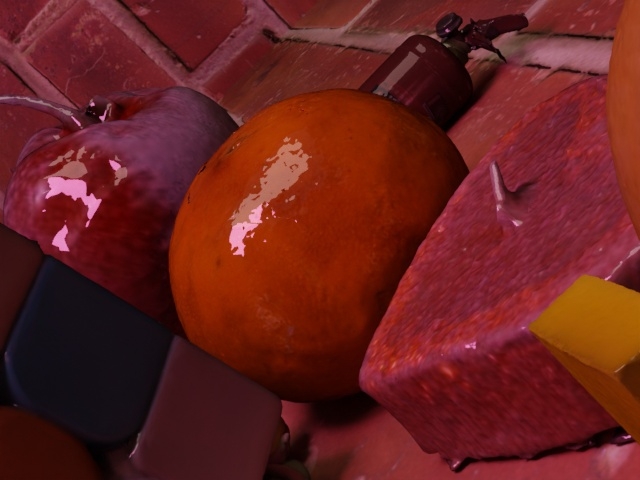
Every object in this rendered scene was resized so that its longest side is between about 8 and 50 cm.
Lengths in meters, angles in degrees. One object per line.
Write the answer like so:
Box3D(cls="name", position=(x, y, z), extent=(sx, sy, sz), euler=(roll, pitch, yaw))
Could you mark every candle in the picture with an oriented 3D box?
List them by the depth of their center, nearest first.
Box3D(cls="candle", position=(0.144, 0.017, 0.787), extent=(0.287, 0.131, 0.317), euler=(-44, 15, 13))

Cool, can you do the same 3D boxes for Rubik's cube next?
Box3D(cls="Rubik's cube", position=(-0.289, 0.217, 0.849), extent=(0.346, 0.347, 0.344), euler=(-28, 35, 46))

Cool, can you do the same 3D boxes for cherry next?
Box3D(cls="cherry", position=(-0.200, -0.019, 1.343), extent=(0.291, 0.335, 0.326), euler=(-9, 49, 20))

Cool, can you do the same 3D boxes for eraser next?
Box3D(cls="eraser", position=(0.170, 0.079, 0.571), extent=(0.045, 0.122, 0.097), euler=(-45, 17, -5))

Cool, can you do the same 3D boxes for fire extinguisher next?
Box3D(cls="fire extinguisher", position=(0.098, -0.143, 1.341), extent=(0.337, 0.106, 0.147), euler=(-47, 31, -2))

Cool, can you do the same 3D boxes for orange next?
Box3D(cls="orange", position=(0.000, 0.000, 1.007), extent=(0.284, 0.226, 0.284), euler=(-39, 22, 19))

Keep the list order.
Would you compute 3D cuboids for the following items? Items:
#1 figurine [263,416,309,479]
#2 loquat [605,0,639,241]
Box3D(cls="figurine", position=(-0.053, 0.190, 0.946), extent=(0.083, 0.083, 0.187), euler=(-40, 27, 18))
Box3D(cls="loquat", position=(0.249, -0.062, 0.488), extent=(0.263, 0.263, 0.263), euler=(-41, 17, 15))
